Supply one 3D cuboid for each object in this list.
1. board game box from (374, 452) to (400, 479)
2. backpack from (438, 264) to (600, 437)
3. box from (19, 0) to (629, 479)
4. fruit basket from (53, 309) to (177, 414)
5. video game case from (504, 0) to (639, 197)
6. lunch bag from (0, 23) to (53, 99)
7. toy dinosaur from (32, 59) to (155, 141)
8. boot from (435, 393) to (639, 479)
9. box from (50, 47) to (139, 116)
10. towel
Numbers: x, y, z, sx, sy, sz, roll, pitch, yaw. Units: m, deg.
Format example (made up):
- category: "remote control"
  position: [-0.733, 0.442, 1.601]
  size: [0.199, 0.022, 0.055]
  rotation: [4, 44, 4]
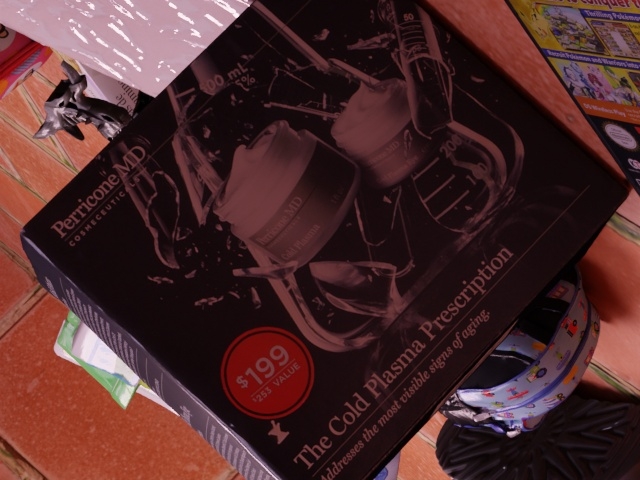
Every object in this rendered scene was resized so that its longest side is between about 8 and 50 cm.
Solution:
- category: "board game box"
  position: [0.013, 0.063, 1.750]
  size: [0.318, 0.066, 0.318]
  rotation: [92, 167, -61]
- category: "backpack"
  position: [0.176, 0.090, 1.639]
  size: [0.117, 0.158, 0.173]
  rotation: [42, 157, -24]
- category: "box"
  position: [0.000, 0.000, 1.460]
  size: [0.312, 0.343, 0.179]
  rotation: [42, 167, 8]
- category: "fruit basket"
  position: [-0.102, 0.109, 2.060]
  size: [0.353, 0.165, 0.327]
  rotation: [32, 132, 4]
- category: "video game case"
  position: [0.238, -0.091, 1.166]
  size: [0.248, 0.035, 0.275]
  rotation: [51, 166, -25]
- category: "lunch bag"
  position: [-0.477, -0.270, 2.194]
  size: [0.293, 0.258, 0.120]
  rotation: [44, 154, 4]
- category: "toy dinosaur"
  position: [-0.164, -0.146, 2.009]
  size: [0.218, 0.164, 0.322]
  rotation: [30, 136, 1]
- category: "boot"
  position: [0.349, 0.338, 1.906]
  size: [0.445, 0.146, 0.367]
  rotation: [45, 169, -21]
- category: "box"
  position: [-0.271, -0.232, 2.144]
  size: [0.067, 0.063, 0.324]
  rotation: [27, 158, 54]
- category: "towel"
  position: [-0.203, -0.235, 1.714]
  size: [0.332, 0.053, 0.317]
  rotation: [27, 160, 0]
